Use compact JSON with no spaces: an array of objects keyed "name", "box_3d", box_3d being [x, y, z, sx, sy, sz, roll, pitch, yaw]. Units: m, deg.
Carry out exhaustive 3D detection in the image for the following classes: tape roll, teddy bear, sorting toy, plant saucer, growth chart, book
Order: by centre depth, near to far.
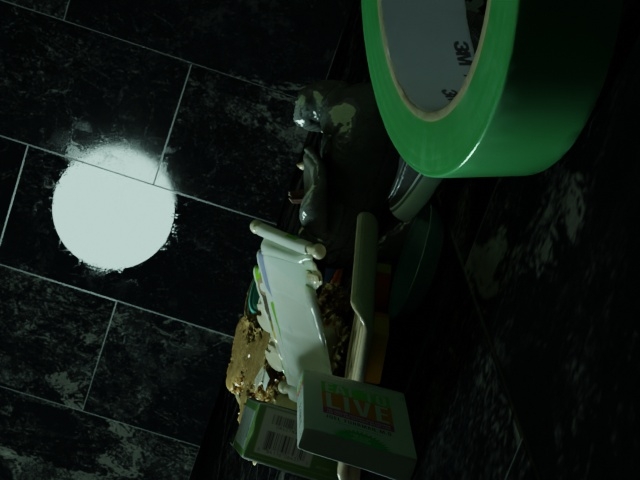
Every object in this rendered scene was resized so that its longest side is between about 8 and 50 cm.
[{"name":"tape roll","box_3d":[0.113,-0.206,0.998,0.321,0.077,0.321,178,90,-74]},{"name":"book","box_3d":[0.027,0.156,1.166,0.144,0.096,0.035,-98,26,-76]},{"name":"plant saucer","box_3d":[0.094,0.022,1.312,0.119,0.021,0.119,-161,90,-84]},{"name":"sorting toy","box_3d":[0.044,0.104,1.334,0.193,0.038,0.208,-82,-4,-61]},{"name":"growth chart","box_3d":[-0.027,0.089,1.494,0.172,0.021,0.237,29,135,54]},{"name":"teddy bear","box_3d":[-0.029,0.164,1.741,0.338,0.113,0.245,146,135,-69]}]

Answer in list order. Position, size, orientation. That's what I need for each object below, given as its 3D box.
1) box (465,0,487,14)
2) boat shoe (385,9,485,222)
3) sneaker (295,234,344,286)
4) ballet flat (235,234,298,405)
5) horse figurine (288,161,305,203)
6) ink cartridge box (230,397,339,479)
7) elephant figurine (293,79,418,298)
[{"name":"box","box_3d":[0.155,-0.271,1.481,0.062,0.052,0.083,-81,11,-51]},{"name":"boat shoe","box_3d":[0.103,-0.117,1.280,0.228,0.076,0.080,-62,1,40]},{"name":"sneaker","box_3d":[0.000,0.000,1.938,0.083,0.087,0.221,125,162,-69]},{"name":"ballet flat","box_3d":[-0.057,0.148,2.047,0.124,0.116,0.342,86,-173,-45]},{"name":"horse figurine","box_3d":[0.045,-0.147,1.930,0.174,0.066,0.263,-22,36,45]},{"name":"ink cartridge box","box_3d":[-0.033,0.215,1.487,0.209,0.109,0.062,145,143,-81]},{"name":"elephant figurine","box_3d":[0.038,-0.042,1.469,0.186,0.169,0.239,31,-109,-64]}]
